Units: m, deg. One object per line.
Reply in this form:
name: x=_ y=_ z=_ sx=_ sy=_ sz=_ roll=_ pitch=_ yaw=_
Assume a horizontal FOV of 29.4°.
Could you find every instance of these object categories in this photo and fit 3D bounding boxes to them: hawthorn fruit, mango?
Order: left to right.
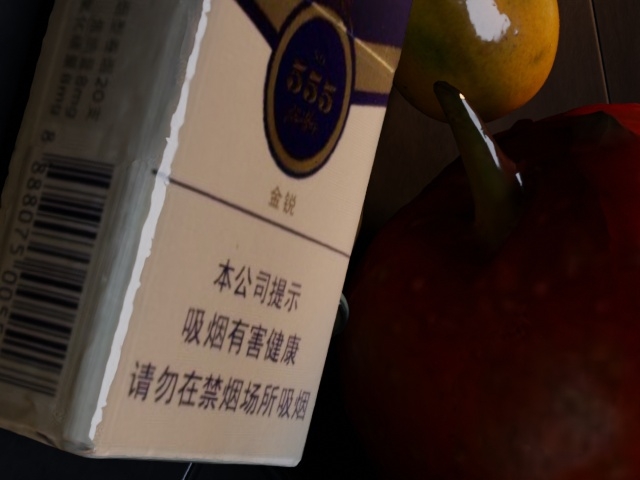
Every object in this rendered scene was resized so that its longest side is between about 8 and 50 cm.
mango: x=0.070 y=-0.133 z=0.632 sx=0.111 sy=0.089 sz=0.163 roll=-56 pitch=138 yaw=-35
hawthorn fruit: x=0.137 y=0.046 z=0.655 sx=0.369 sy=0.284 sz=0.285 roll=49 pitch=56 yaw=-37

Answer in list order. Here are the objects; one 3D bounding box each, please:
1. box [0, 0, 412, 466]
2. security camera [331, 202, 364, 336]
box: x=-0.038 y=-0.045 z=0.479 sx=0.168 sy=0.071 sz=0.259 roll=22 pitch=82 yaw=-62
security camera: x=0.000 y=0.000 z=0.599 sx=0.058 sy=0.058 sz=0.092 roll=71 pitch=32 yaw=-44
